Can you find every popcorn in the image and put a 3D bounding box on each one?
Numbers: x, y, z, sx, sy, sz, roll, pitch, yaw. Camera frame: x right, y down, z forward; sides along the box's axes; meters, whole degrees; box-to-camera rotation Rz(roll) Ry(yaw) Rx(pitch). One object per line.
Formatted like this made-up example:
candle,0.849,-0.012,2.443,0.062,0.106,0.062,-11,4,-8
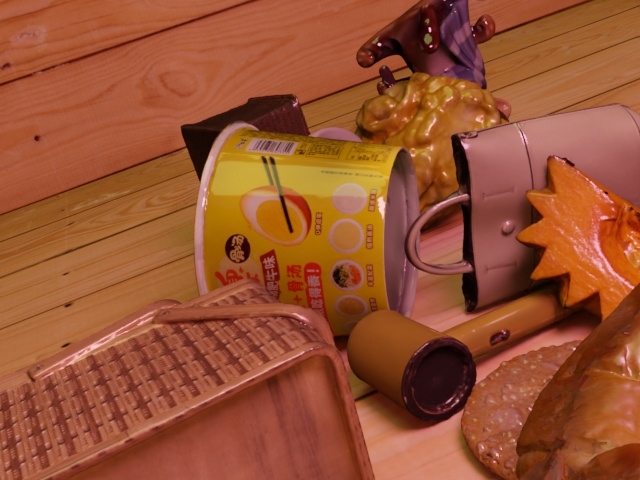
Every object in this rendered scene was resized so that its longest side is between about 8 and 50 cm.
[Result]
popcorn,0.154,-0.141,1.298,0.250,0.235,0.242,-49,10,-12

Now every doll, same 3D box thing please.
doll,0.232,-0.288,1.504,0.317,0.340,0.209,-28,18,-3

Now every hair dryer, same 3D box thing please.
hair dryer,0.174,0.102,0.905,0.278,0.090,0.135,-19,16,-22

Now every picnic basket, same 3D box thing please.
picnic basket,-0.124,0.192,0.670,0.312,0.228,0.175,-24,27,-19

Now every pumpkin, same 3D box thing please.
pumpkin,0.337,0.031,0.904,0.254,0.130,0.149,43,20,27

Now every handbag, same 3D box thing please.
handbag,0.240,-0.040,0.981,0.315,0.241,0.109,-15,30,-8

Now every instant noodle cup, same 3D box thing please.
instant noodle cup,0.000,0.000,1.040,0.221,0.311,0.311,1,25,18

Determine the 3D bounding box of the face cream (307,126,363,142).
face cream,0.014,-0.105,1.222,0.117,0.117,0.104,-27,-13,-25

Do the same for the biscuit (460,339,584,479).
biscuit,0.236,0.158,0.754,0.219,0.033,0.220,-16,21,6

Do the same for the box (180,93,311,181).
box,-0.096,-0.088,1.341,0.143,0.273,0.184,-28,21,-28

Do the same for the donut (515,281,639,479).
donut,0.276,0.128,0.481,0.360,0.170,0.360,-43,10,10
